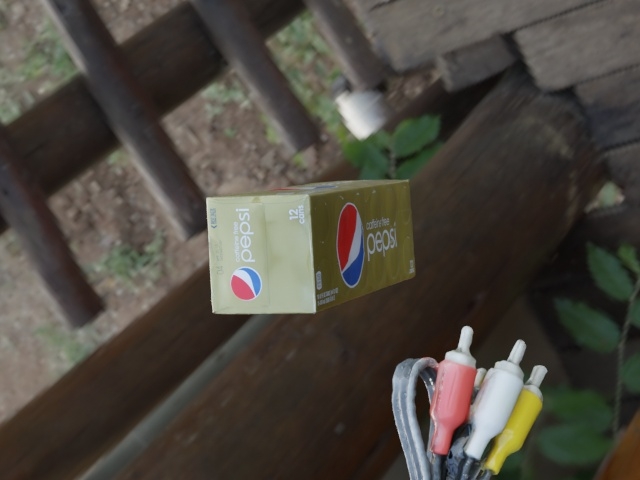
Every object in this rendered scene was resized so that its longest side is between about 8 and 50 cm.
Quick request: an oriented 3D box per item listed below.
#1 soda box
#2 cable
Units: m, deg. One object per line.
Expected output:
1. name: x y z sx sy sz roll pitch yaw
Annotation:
1. soda box: 0.000 0.000 0.819 0.058 0.181 0.061 -2 94 19
2. cable: 0.110 0.212 1.252 0.139 0.287 0.072 27 155 -28
